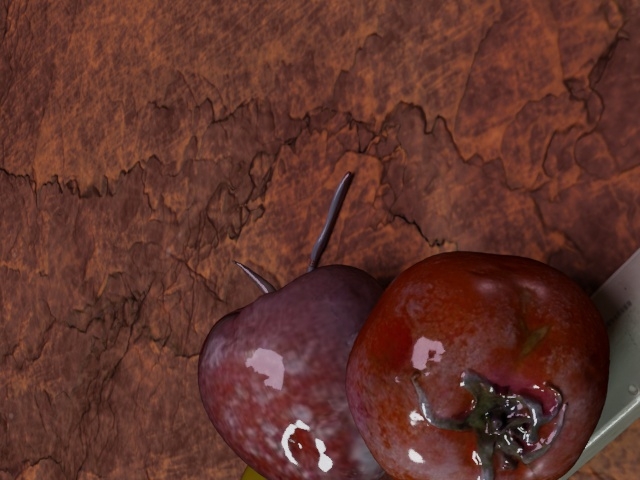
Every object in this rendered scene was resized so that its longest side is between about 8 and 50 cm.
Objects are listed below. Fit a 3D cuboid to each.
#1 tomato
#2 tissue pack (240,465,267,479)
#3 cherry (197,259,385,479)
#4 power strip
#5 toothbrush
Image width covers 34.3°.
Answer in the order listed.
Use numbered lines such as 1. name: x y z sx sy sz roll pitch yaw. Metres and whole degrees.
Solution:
1. tomato: 0.132 0.116 0.912 0.188 0.232 0.232 -93 18 -73
2. tissue pack: -0.014 0.322 1.191 0.178 0.123 0.127 46 129 38
3. cherry: -0.014 0.137 1.129 0.236 0.213 0.285 -41 76 36
4. power strip: 0.242 0.141 0.974 0.367 0.043 0.106 -53 53 33
5. toothbrush: 0.000 0.000 1.260 0.019 0.013 0.193 50 125 46
